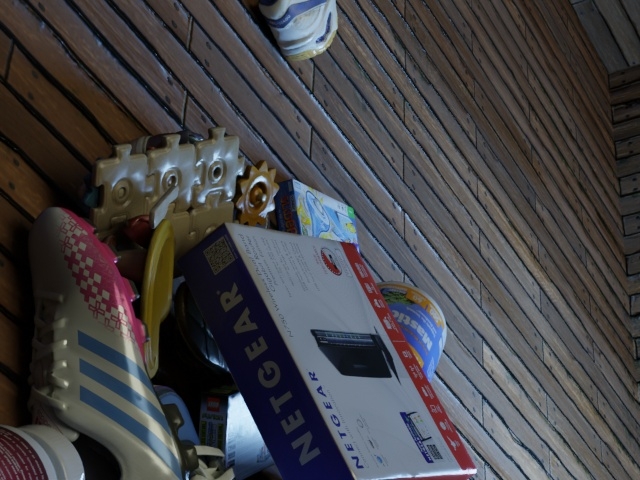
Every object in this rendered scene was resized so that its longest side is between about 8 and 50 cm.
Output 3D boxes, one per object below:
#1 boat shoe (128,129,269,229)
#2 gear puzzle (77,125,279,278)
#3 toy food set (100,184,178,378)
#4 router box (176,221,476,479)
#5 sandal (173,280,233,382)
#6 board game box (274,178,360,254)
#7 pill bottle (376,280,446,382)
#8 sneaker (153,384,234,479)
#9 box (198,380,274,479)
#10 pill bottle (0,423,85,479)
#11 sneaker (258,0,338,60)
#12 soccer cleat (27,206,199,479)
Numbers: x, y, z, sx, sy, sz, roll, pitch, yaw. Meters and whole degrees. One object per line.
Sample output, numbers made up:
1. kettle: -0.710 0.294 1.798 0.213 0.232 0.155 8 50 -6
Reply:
1. boat shoe: -0.129 -0.062 1.953 0.285 0.092 0.103 36 44 -55
2. gear puzzle: -0.158 -0.045 1.814 0.339 0.044 0.175 -16 117 -52
3. toy food set: -0.203 0.042 1.694 0.128 0.071 0.218 -71 168 -65
4. router box: 0.012 0.151 1.841 0.301 0.082 0.335 9 49 -59
5. sandal: -0.140 0.115 1.876 0.219 0.060 0.090 56 32 -67
6. board game box: 0.000 0.000 2.278 0.201 0.035 0.136 22 56 -61
7. pill bottle: 0.078 0.182 2.194 0.152 0.152 0.272 66 24 -19
8. sneaker: -0.085 0.291 1.643 0.130 0.236 0.323 18 61 -56
9. box: -0.085 0.222 1.907 0.207 0.036 0.114 -10 104 -67
10. pill bottle: -0.302 0.224 1.356 0.221 0.121 0.121 -6 82 -66
11. sneaker: -0.025 -0.415 2.383 0.131 0.111 0.296 52 31 -41
12. soccer cleat: -0.240 0.125 1.571 0.143 0.116 0.331 -19 79 -33
